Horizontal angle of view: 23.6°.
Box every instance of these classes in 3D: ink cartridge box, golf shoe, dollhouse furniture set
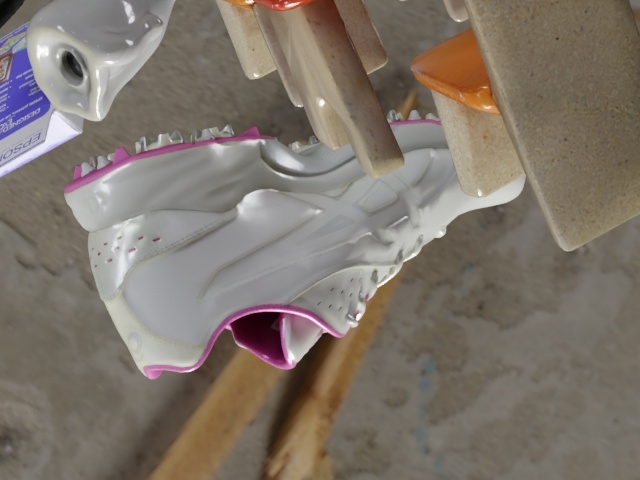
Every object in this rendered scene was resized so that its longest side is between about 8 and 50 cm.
[{"bbox_3d":[-0.285,-0.086,1.273,0.206,0.208,0.045,-27,126,20],"label":"ink cartridge box"},{"bbox_3d":[0.000,0.000,0.898,0.306,0.115,0.140,-9,84,-32],"label":"golf shoe"},{"bbox_3d":[0.086,-0.138,0.510,0.259,0.262,0.135,-29,114,-12],"label":"dollhouse furniture set"}]

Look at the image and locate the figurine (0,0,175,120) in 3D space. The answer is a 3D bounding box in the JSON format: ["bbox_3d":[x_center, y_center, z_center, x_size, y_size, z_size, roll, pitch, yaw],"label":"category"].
[{"bbox_3d":[-0.177,-0.204,1.153,0.209,0.215,0.092,-52,150,-34],"label":"figurine"}]
